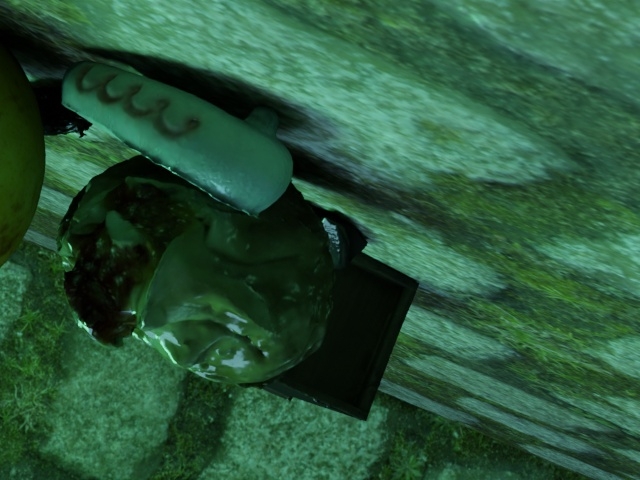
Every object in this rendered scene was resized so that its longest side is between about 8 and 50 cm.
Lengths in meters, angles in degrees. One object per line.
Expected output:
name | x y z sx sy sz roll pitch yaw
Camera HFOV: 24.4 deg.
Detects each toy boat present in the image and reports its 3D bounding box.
toy boat | -0.102 -0.090 1.133 0.208 0.079 0.134 30 180 39

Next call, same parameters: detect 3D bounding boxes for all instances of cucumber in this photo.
cucumber | -0.254 -0.119 1.376 0.053 0.053 0.181 28 168 -34

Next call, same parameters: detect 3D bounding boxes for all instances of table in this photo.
table | -0.021 0.089 1.655 0.172 0.169 0.193 27 169 -28

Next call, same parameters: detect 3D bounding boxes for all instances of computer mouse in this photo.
computer mouse | 0.000 0.000 1.460 0.079 0.047 0.135 20 169 13

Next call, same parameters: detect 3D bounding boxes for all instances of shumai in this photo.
shumai | -0.114 0.005 1.230 0.256 0.189 0.218 27 -179 15

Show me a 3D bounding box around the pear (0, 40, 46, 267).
pear | -0.365 -0.070 1.237 0.281 0.280 0.281 22 172 3
